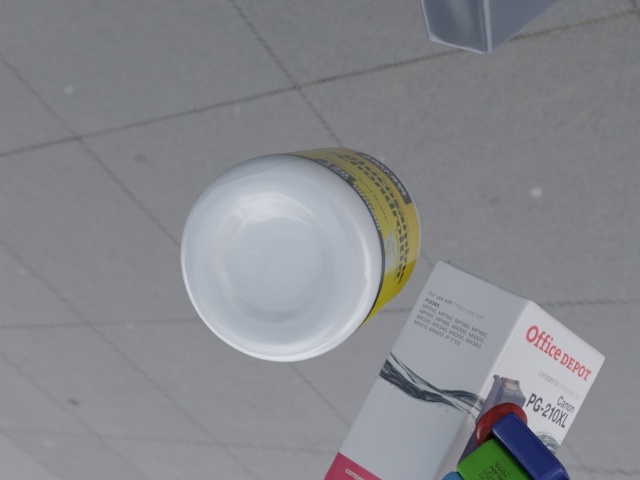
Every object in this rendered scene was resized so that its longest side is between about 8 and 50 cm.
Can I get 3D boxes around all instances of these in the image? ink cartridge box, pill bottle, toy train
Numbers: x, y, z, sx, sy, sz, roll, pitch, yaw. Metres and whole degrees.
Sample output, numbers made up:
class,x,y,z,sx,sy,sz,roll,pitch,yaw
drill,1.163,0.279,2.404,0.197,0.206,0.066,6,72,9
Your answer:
class,x,y,z,sx,sy,sz,roll,pitch,yaw
ink cartridge box,0.122,0.159,0.922,0.100,0.237,0.172,25,176,41
pill bottle,0.000,0.000,0.605,0.103,0.103,0.184,19,-169,12
toy train,0.145,0.243,0.821,0.105,0.143,0.248,50,174,44

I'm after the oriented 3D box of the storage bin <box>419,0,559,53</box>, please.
class,x,y,z,sx,sy,sz,roll,pitch,yaw
storage bin,0.115,-0.194,0.741,0.098,0.135,0.091,23,138,38
